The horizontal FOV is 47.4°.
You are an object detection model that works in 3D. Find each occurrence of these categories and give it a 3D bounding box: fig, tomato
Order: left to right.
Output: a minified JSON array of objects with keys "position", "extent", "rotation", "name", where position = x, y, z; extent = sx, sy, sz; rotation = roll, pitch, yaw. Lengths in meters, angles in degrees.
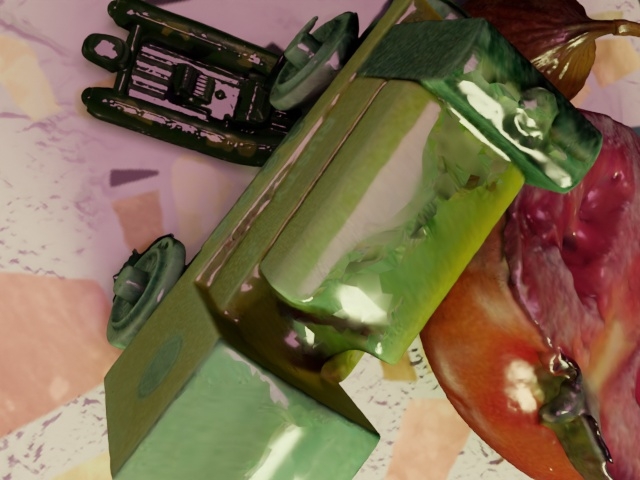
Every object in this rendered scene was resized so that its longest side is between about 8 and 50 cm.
[{"position":[0.195,-0.163,0.623],"extent":[0.134,0.201,0.146],"rotation":[45,79,-18],"name":"fig"},{"position":[0.209,0.062,0.639],"extent":[0.290,0.176,0.335],"rotation":[-37,101,-38],"name":"tomato"}]

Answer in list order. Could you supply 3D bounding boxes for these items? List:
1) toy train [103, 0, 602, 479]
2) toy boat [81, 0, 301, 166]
[{"position":[0.000,0.000,0.489],"extent":[0.160,0.253,0.397],"rotation":[37,89,-23],"name":"toy train"},{"position":[-0.089,-0.122,0.597],"extent":[0.210,0.052,0.104],"rotation":[17,81,-18],"name":"toy boat"}]
